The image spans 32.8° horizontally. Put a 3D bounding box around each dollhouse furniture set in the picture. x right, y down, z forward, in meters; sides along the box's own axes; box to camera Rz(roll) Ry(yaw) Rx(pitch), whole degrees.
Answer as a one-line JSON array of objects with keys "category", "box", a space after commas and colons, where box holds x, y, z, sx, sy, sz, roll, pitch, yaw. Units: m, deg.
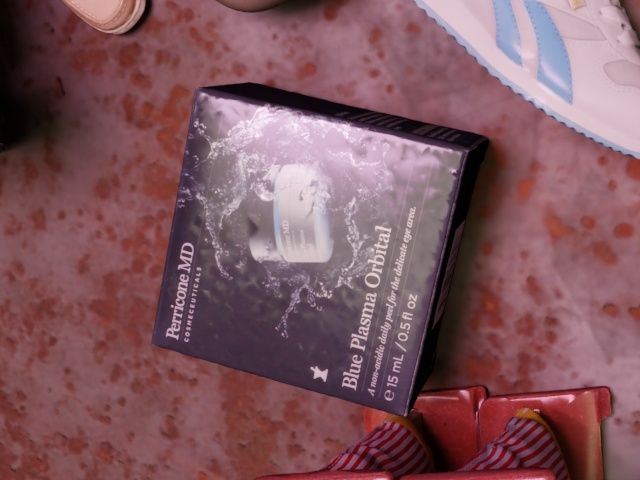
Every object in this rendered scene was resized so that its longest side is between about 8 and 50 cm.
[{"category": "dollhouse furniture set", "box": [0.083, 0.278, 0.592, 0.152, 0.201, 0.374, -4, 95, 22]}]

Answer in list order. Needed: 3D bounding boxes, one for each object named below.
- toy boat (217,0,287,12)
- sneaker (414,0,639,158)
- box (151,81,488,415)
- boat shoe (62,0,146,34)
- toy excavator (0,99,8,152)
[{"category": "toy boat", "box": [-0.045, -0.250, 0.615, 0.151, 0.151, 0.231, -25, 88, 0]}, {"category": "sneaker", "box": [0.123, -0.129, 0.584, 0.228, 0.087, 0.092, 43, 109, 9]}, {"category": "box", "box": [0.000, 0.000, 0.636, 0.158, 0.093, 0.156, 14, 103, 12]}, {"category": "boat shoe", "box": [-0.182, -0.203, 0.707, 0.063, 0.059, 0.170, -43, 81, 21]}, {"category": "toy excavator", "box": [-0.446, -0.131, 0.714, 0.445, 0.433, 0.223, -10, 94, -6]}]
